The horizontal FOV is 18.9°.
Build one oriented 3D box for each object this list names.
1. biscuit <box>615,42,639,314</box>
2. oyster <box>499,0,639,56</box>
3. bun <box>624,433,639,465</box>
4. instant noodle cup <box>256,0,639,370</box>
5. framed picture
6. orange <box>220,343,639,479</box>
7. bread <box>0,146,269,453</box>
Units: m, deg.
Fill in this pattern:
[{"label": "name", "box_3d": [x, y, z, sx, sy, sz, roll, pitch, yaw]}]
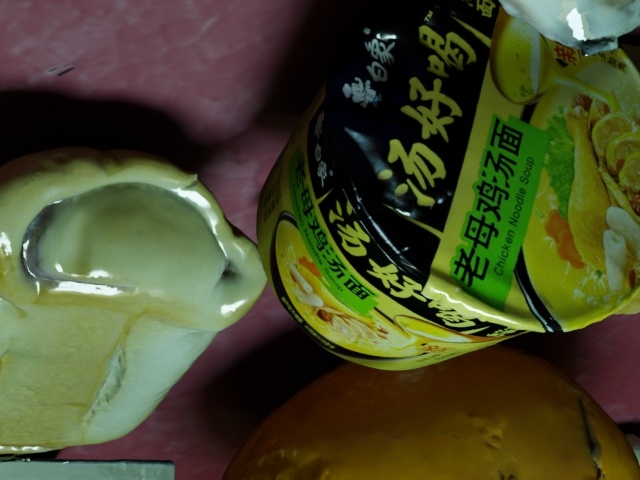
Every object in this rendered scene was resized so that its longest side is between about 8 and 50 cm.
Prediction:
[{"label": "biscuit", "box_3d": [0.189, -0.041, 0.882, 0.239, 0.041, 0.212, -13, 147, 5]}, {"label": "oyster", "box_3d": [0.122, -0.140, 0.607, 0.275, 0.100, 0.271, -20, 156, -10]}, {"label": "bun", "box_3d": [0.185, 0.152, 1.233, 0.086, 0.055, 0.086, -22, 155, -10]}, {"label": "instant noodle cup", "box_3d": [0.048, -0.020, 0.774, 0.151, 0.151, 0.122, 3, 162, -25]}, {"label": "framed picture", "box_3d": [-0.222, 0.116, 0.982, 0.250, 0.016, 0.184, 4, 172, -28]}, {"label": "orange", "box_3d": [0.066, 0.172, 1.021, 0.246, 0.246, 0.246, -9, 153, -5]}, {"label": "bread", "box_3d": [-0.115, 0.028, 0.852, 0.134, 0.081, 0.225, 7, 149, -24]}]
